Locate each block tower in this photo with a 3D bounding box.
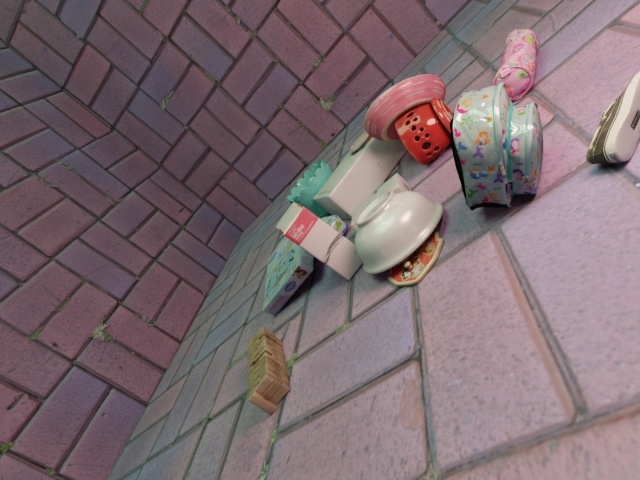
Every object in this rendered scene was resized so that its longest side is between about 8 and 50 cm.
[{"bbox_3d":[-0.174,0.405,1.308,0.097,0.091,0.335,-49,17,6],"label":"block tower"}]

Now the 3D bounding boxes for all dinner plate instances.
[{"bbox_3d":[0.177,-0.433,1.777,0.141,0.017,0.141,-44,17,17],"label":"dinner plate"}]

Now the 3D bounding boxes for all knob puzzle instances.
[{"bbox_3d":[0.250,0.048,1.098,0.213,0.030,0.213,-44,18,18],"label":"knob puzzle"}]

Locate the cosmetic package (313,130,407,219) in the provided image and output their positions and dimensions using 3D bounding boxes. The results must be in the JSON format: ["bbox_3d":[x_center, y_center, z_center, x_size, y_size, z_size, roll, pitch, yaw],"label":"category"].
[{"bbox_3d":[0.188,-0.316,1.811,0.453,0.161,0.230,-53,17,-10],"label":"cosmetic package"}]

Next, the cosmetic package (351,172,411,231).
[{"bbox_3d":[0.218,-0.123,1.456,0.231,0.085,0.117,-40,19,27],"label":"cosmetic package"}]

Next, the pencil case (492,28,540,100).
[{"bbox_3d":[0.632,-0.573,1.303,0.124,0.124,0.284,-28,28,51],"label":"pencil case"}]

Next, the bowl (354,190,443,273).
[{"bbox_3d":[0.199,-0.050,1.190,0.298,0.134,0.298,-43,11,10],"label":"bowl"}]

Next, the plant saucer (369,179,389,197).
[{"bbox_3d":[0.243,-0.182,1.599,0.195,0.037,0.195,-45,17,18],"label":"plant saucer"}]

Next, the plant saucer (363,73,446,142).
[{"bbox_3d":[0.332,-0.483,1.547,0.332,0.084,0.332,-20,-18,-7],"label":"plant saucer"}]

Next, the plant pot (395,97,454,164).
[{"bbox_3d":[0.385,-0.393,1.426,0.174,0.191,0.191,-35,22,30],"label":"plant pot"}]

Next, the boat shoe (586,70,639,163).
[{"bbox_3d":[0.585,-0.243,0.785,0.219,0.077,0.070,-55,19,-12],"label":"boat shoe"}]

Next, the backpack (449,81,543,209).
[{"bbox_3d":[0.397,-0.219,0.920,0.191,0.253,0.225,-7,41,38],"label":"backpack"}]

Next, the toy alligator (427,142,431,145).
[{"bbox_3d":[0.428,-0.390,1.557,0.051,0.056,0.189,-8,-15,-44],"label":"toy alligator"}]

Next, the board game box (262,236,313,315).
[{"bbox_3d":[-0.137,0.102,1.721,0.319,0.065,0.318,-51,26,33],"label":"board game box"}]

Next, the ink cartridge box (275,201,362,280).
[{"bbox_3d":[0.000,0.000,1.404,0.117,0.283,0.207,-54,17,-1],"label":"ink cartridge box"}]

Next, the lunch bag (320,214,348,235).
[{"bbox_3d":[0.014,-0.017,1.735,0.176,0.090,0.219,-54,17,-16],"label":"lunch bag"}]

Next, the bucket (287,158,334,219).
[{"bbox_3d":[-0.015,-0.243,2.004,0.281,0.183,0.281,-47,17,19],"label":"bucket"}]
